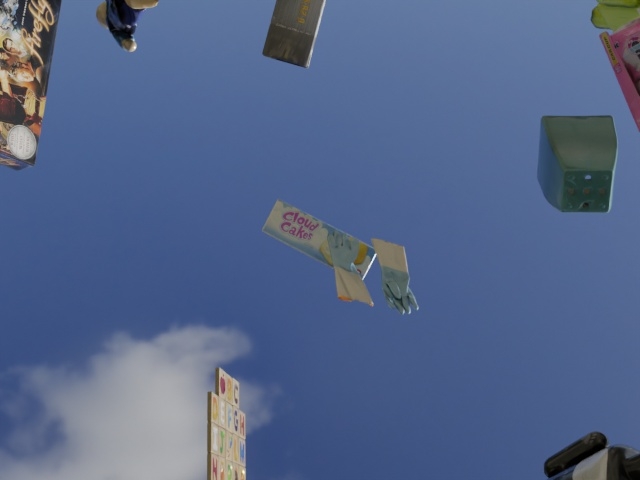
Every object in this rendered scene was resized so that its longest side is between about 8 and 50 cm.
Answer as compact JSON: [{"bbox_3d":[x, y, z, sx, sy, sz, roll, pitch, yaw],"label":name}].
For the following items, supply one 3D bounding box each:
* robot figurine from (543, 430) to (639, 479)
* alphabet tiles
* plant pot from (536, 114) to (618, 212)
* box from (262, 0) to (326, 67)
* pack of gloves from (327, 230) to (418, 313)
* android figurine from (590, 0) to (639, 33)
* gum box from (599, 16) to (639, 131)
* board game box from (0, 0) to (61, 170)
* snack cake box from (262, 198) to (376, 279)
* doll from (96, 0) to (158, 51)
[{"bbox_3d":[0.386,0.388,1.360,0.173,0.278,0.209,49,-148,-1],"label":"robot figurine"},{"bbox_3d":[-0.182,0.434,1.959,0.011,0.285,0.342,-5,-109,8],"label":"alphabet tiles"},{"bbox_3d":[0.583,-0.159,2.232,0.165,0.166,0.234,1,-150,7],"label":"plant pot"},{"bbox_3d":[-0.017,-0.304,1.179,0.056,0.183,0.231,14,-169,-4],"label":"box"},{"bbox_3d":[0.103,0.077,2.122,0.195,0.046,0.232,17,-144,-20],"label":"pack of gloves"},{"bbox_3d":[0.525,-0.306,1.539,0.056,0.248,0.273,-41,-157,0],"label":"android figurine"},{"bbox_3d":[0.360,-0.169,1.024,0.062,0.107,0.188,-27,168,33],"label":"gum box"},{"bbox_3d":[-0.424,-0.230,1.266,0.042,0.243,0.165,-8,160,37],"label":"board game box"},{"bbox_3d":[0.000,0.000,2.362,0.264,0.089,0.152,27,-177,1],"label":"snack cake box"},{"bbox_3d":[-0.241,-0.300,1.226,0.046,0.129,0.189,-4,178,-22],"label":"doll"}]
